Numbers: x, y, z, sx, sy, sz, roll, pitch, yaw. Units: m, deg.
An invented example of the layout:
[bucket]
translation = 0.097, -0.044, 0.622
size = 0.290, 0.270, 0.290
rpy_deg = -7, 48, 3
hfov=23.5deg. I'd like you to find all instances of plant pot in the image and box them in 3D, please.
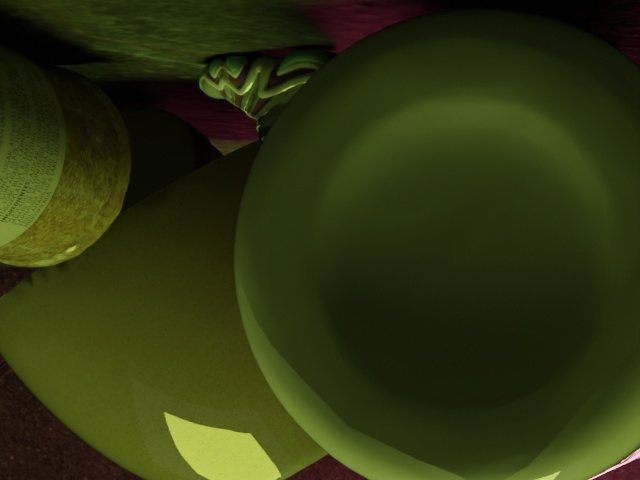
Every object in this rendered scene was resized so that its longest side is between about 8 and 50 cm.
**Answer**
[plant pot]
translation = -0.057, 0.069, 1.048
size = 0.284, 0.191, 0.284
rpy_deg = -30, 176, -2

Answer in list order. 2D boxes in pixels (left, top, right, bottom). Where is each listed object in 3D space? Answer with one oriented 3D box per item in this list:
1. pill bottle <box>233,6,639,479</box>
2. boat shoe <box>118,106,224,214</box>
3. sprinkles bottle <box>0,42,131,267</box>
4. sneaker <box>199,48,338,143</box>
[pill bottle]
translation = 0.123, 0.021, 0.870
size = 0.229, 0.229, 0.407
rpy_deg = 1, 175, 18
[boat shoe]
translation = -0.193, -0.046, 1.100
size = 0.267, 0.096, 0.088
rpy_deg = -8, 168, 20
[sprinkles bottle]
translation = -0.210, -0.056, 0.728
size = 0.121, 0.121, 0.355
rpy_deg = 1, 176, 17
[sneaker]
translation = -0.031, -0.066, 0.843
size = 0.098, 0.069, 0.038
rpy_deg = -2, 174, 44
